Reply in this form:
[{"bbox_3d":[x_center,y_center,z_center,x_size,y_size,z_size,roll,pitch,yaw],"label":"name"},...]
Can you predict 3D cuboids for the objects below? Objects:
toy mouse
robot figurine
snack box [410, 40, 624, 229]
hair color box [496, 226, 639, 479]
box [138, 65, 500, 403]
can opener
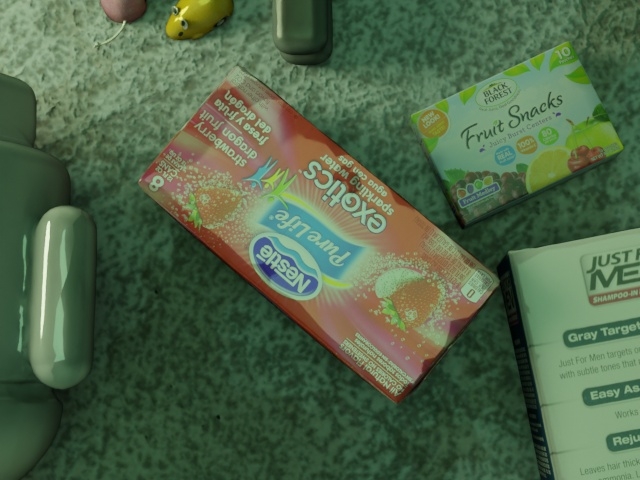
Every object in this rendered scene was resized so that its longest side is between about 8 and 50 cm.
[{"bbox_3d":[-0.137,-0.231,1.041,0.161,0.031,0.143,-31,83,-1],"label":"toy mouse"},{"bbox_3d":[-0.292,0.046,0.934,0.300,0.200,0.353,-4,82,31],"label":"robot figurine"},{"bbox_3d":[0.157,-0.084,1.006,0.141,0.037,0.100,-26,81,0],"label":"snack box"},{"bbox_3d":[0.254,0.165,0.939,0.174,0.105,0.347,-11,83,2],"label":"hair color box"},{"bbox_3d":[0.000,0.000,0.960,0.257,0.128,0.122,40,87,6],"label":"box"},{"bbox_3d":[-0.031,-0.283,1.023,0.093,0.074,0.280,-6,85,8],"label":"can opener"}]
